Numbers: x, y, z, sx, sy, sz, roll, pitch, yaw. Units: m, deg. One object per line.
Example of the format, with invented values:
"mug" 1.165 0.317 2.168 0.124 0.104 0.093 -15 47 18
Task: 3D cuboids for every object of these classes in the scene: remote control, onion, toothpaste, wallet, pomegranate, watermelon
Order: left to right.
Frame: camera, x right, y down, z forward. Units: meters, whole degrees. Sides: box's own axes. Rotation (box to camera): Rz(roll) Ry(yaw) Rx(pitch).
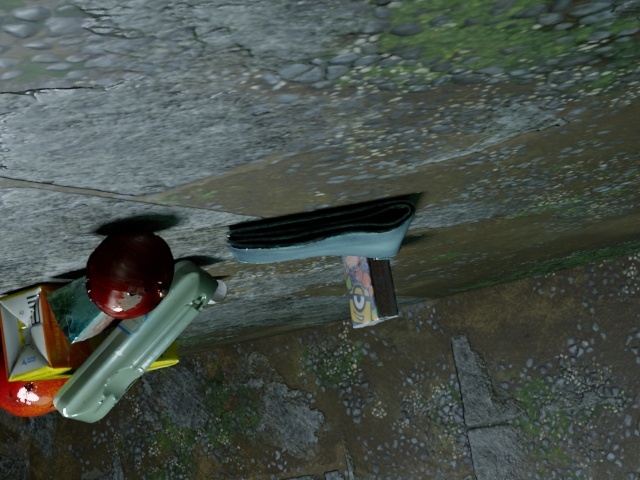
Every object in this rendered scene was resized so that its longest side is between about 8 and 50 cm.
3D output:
"pomegranate" -0.576 0.253 1.997 0.210 0.210 0.235 -14 -176 22
"watermelon" -0.341 0.091 1.670 0.154 0.094 0.241 -36 170 8
"onion" -0.258 0.045 1.336 0.131 0.131 0.131 -10 170 -2
"remote control" -0.310 0.179 1.684 0.335 0.065 0.128 -48 158 0
"toothpaste" -0.259 0.111 1.975 0.071 0.045 0.193 7 169 -34
"wallet" 0.000 0.001 1.562 0.290 0.054 0.251 -9 169 -1

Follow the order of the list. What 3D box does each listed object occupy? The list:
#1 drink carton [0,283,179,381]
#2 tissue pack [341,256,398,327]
"drink carton" -0.411 0.168 1.788 0.111 0.155 0.351 -15 169 26
"tissue pack" 0.094 0.084 1.855 0.060 0.148 0.108 -4 168 -27
